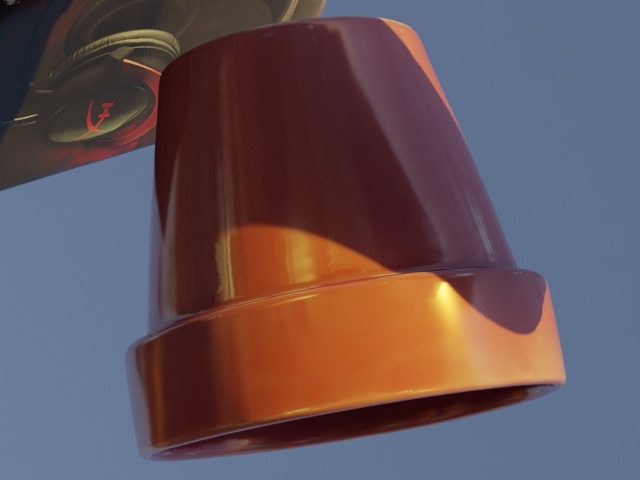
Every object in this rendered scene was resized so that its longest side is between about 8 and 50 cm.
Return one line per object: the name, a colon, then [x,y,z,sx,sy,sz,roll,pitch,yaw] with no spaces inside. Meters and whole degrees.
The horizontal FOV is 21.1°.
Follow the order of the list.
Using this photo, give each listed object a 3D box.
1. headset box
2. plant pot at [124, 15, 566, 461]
headset box: [-0.097,-0.161,0.927,0.110,0.293,0.218,45,-49,23]
plant pot: [0.000,0.000,0.813,0.201,0.201,0.180,-16,-103,28]
